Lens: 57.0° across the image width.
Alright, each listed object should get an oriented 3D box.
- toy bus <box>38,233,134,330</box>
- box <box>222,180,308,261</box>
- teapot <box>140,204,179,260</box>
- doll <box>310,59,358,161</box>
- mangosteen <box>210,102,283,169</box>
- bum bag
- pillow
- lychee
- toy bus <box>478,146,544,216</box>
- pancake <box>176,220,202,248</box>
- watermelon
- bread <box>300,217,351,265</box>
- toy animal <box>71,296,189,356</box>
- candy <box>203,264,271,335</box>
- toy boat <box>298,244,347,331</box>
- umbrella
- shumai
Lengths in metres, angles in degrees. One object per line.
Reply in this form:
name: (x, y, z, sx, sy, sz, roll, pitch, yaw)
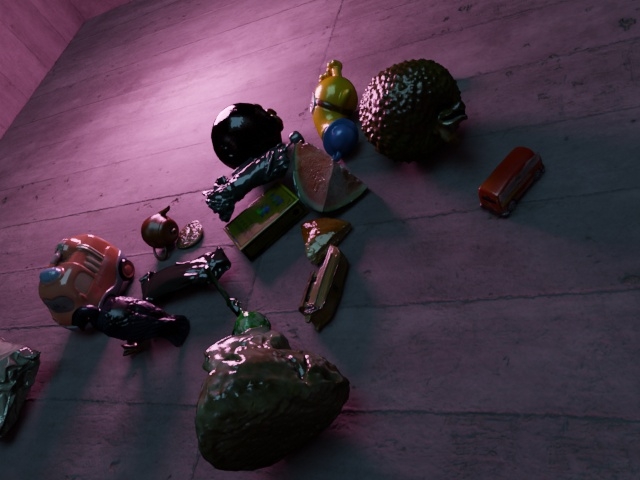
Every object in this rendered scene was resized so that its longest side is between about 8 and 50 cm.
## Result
toy bus: (-0.722, 0.114, 1.784, 0.194, 0.232, 0.288, -7, 49, 25)
box: (-0.158, -0.059, 1.685, 0.220, 0.064, 0.141, -43, 41, -4)
teapot: (-0.491, -0.024, 1.840, 0.116, 0.116, 0.173, 2, 90, 34)
doll: (0.043, -0.383, 1.801, 0.199, 0.145, 0.363, 130, 145, -50)
mangosteen: (-0.217, -0.338, 1.857, 0.228, 0.228, 0.265, 9, 45, 38)
bum bag: (-0.391, 0.109, 1.686, 0.326, 0.080, 0.142, -17, 39, 24)
pillow: (-0.960, 0.430, 1.732, 0.309, 0.138, 0.284, 4, 65, 37)
lychee: (0.240, -0.335, 1.525, 0.319, 0.270, 0.270, 11, 60, 26)
toy bus: (0.440, -0.144, 1.360, 0.174, 0.077, 0.079, -47, 44, -11)
pancake: (-0.409, -0.018, 1.845, 0.108, 0.017, 0.108, -18, 47, 20)
watermelon: (0.001, -0.160, 1.635, 0.231, 0.128, 0.146, 38, 94, 36)
bread: (0.017, -0.017, 1.546, 0.135, 0.054, 0.154, -23, 47, 10)
toy animal: (-0.509, 0.227, 1.581, 0.298, 0.185, 0.122, 1, 48, 10)
candy: (-0.227, 0.155, 1.503, 0.097, 0.097, 0.323, -41, 51, -4)
toy boat: (0.005, 0.110, 1.431, 0.088, 0.068, 0.226, -8, 50, 35)
umbrella: (-0.185, -0.191, 1.719, 0.348, 0.094, 0.143, -38, 58, 4)
shumai: (-0.143, 0.279, 1.195, 0.292, 0.329, 0.288, -50, 50, 23)
